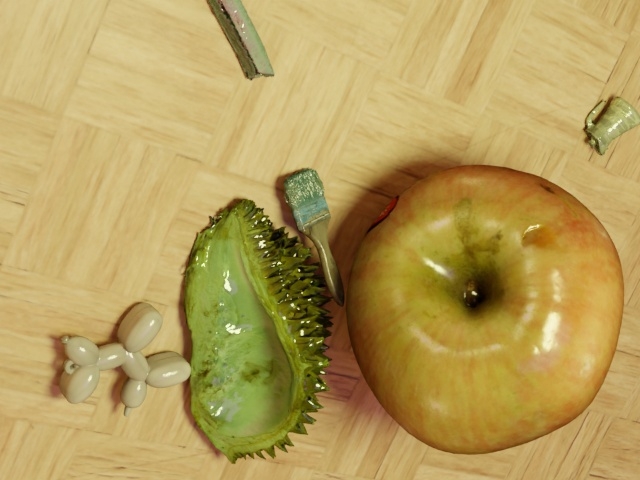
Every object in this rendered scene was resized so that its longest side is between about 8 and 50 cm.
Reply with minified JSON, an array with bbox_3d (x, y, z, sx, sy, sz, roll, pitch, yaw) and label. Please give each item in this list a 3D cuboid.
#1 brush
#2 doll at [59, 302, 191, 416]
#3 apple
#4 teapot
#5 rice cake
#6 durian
[{"bbox_3d":[0.000,0.000,1.631,0.070,0.021,0.196,-29,103,-45],"label":"brush"},{"bbox_3d":[-0.266,0.160,1.570,0.160,0.059,0.161,-36,126,-14],"label":"doll"},{"bbox_3d":[0.228,0.102,1.654,0.391,0.391,0.346,-51,153,-1],"label":"apple"},{"bbox_3d":[0.444,-0.178,1.851,0.067,0.057,0.083,44,89,0],"label":"teapot"},{"bbox_3d":[-0.111,-0.280,1.475,0.033,0.033,0.207,-43,128,-20],"label":"rice cake"},{"bbox_3d":[-0.083,0.123,1.661,0.198,0.163,0.394,-1,114,12],"label":"durian"}]
